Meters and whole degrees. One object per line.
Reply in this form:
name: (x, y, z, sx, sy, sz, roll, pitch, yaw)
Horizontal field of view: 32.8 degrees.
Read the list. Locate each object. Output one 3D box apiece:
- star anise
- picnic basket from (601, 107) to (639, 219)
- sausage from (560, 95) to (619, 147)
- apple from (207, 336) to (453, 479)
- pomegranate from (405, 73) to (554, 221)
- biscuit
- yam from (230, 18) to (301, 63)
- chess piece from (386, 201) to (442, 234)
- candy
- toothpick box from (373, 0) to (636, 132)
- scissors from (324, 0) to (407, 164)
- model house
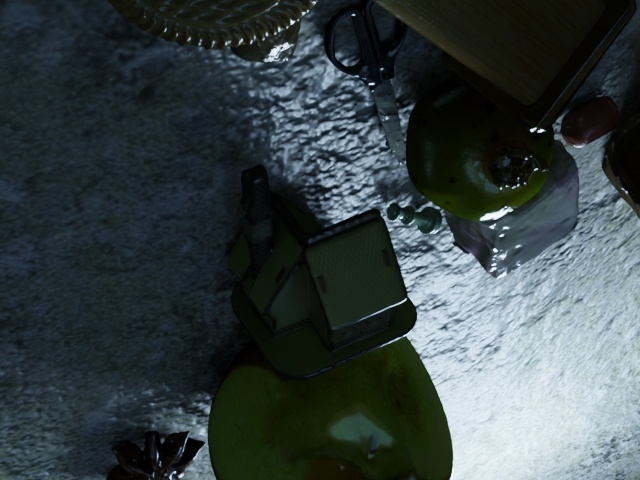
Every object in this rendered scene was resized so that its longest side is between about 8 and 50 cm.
star anise: (-0.257, 0.344, 1.674, 0.167, 0.057, 0.168, -24, 144, -19)
picnic basket: (0.587, -0.135, 1.619, 0.291, 0.254, 0.321, -38, 168, 2)
sausage: (0.398, -0.178, 1.613, 0.094, 0.059, 0.054, -30, 102, -9)
apple: (0.021, 0.300, 1.604, 0.374, 0.374, 0.384, -19, 140, -22)
pomegranate: (0.198, -0.115, 1.373, 0.198, 0.198, 0.246, -54, 180, 24)
biscuit: (-0.092, -0.293, 0.982, 0.259, 0.079, 0.259, -3, 134, -3)
yam: (-0.025, -0.330, 1.060, 0.081, 0.081, 0.357, -12, 138, -30)
chess piece: (0.131, -0.035, 1.574, 0.093, 0.042, 0.042, 12, 124, -39)
candy: (0.272, -0.057, 1.581, 0.184, 0.137, 0.195, -30, 147, -7)
toothpick box: (0.161, -0.280, 1.176, 0.308, 0.190, 0.187, 22, 110, -46)
scissors: (0.077, -0.189, 1.355, 0.109, 0.022, 0.300, -31, 145, -6)
model house: (0.000, 0.000, 1.384, 0.218, 0.205, 0.279, -22, 136, -20)
